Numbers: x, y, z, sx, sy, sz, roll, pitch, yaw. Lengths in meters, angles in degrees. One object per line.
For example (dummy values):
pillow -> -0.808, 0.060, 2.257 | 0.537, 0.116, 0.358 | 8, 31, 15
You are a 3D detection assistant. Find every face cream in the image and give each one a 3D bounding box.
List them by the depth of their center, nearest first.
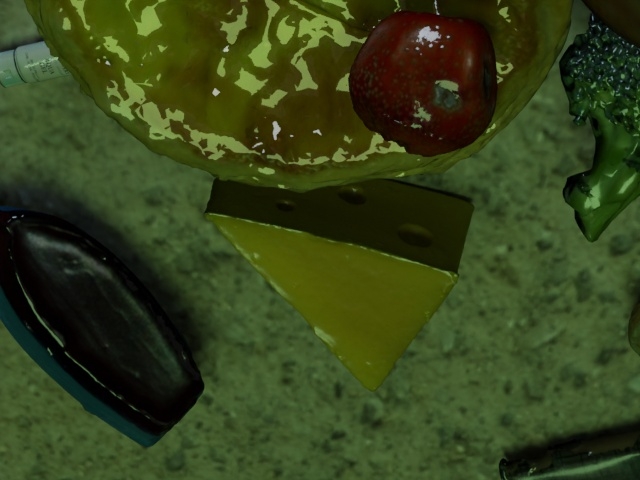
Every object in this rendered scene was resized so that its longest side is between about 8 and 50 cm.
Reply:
face cream -> -0.166, -0.127, 1.313 | 0.115, 0.020, 0.038 | -11, 123, 14

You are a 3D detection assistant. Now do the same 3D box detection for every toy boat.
toy boat -> -0.176, 0.055, 1.413 | 0.223, 0.100, 0.097 | 48, 155, -17

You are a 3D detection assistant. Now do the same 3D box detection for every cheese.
cheese -> 0.000, 0.000, 1.332 | 0.171, 0.093, 0.126 | 28, 128, -11

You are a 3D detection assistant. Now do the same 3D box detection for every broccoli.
broccoli -> 0.210, -0.069, 1.216 | 0.160, 0.167, 0.154 | -43, 81, 22

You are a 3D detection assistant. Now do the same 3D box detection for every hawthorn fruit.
hawthorn fruit -> 0.062, -0.094, 1.108 | 0.093, 0.093, 0.093 | 5, 127, 6

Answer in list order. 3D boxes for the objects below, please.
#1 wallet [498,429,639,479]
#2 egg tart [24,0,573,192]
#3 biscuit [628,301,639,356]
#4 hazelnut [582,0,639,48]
wallet -> 0.309, 0.196, 1.453 | 0.317, 0.044, 0.169 | -15, 123, 20
egg tart -> -0.011, -0.179, 1.178 | 0.341, 0.132, 0.341 | 4, 126, 5
biscuit -> 0.321, 0.047, 1.323 | 0.234, 0.030, 0.153 | -13, 142, 32
hazelnut -> 0.283, -0.233, 0.958 | 0.366, 0.366, 0.366 | 5, 127, 6
